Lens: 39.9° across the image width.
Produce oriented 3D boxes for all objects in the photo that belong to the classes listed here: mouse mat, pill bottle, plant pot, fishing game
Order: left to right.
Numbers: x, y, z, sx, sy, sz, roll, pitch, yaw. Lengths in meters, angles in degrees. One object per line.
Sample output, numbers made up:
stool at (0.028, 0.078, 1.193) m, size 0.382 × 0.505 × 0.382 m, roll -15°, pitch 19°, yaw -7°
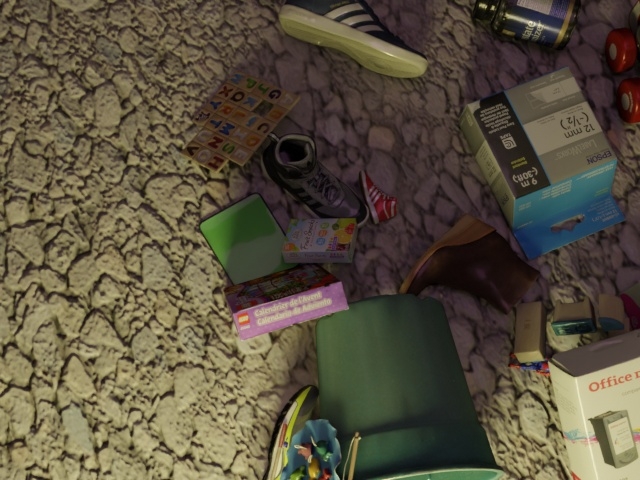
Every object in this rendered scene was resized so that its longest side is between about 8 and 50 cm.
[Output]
mouse mat at (-0.148, 0.007, 1.849) m, size 0.153 × 0.007 × 0.189 m, roll -30°, pitch 79°, yaw -11°
fishing game at (-0.025, 0.399, 1.518) m, size 0.041 × 0.264 × 0.189 m, roll 19°, pitch 77°, yaw -29°
plant pot at (0.136, 0.295, 1.631) m, size 0.341 × 0.341 × 0.334 m, roll -6°, pitch 67°, yaw -5°
pill bottle at (0.459, -0.514, 1.975) m, size 0.219 × 0.123 × 0.122 m, roll 17°, pitch 74°, yaw 2°

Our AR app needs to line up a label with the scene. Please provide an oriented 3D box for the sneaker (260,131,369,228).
sneaker at (-0.012, -0.125, 1.819) m, size 0.269 × 0.153 × 0.101 m, roll 36°, pitch 75°, yaw 7°

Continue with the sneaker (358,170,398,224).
sneaker at (0.125, -0.099, 1.877) m, size 0.067 × 0.042 × 0.118 m, roll -17°, pitch 83°, yaw -4°

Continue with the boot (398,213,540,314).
boot at (0.306, 0.080, 1.810) m, size 0.207 × 0.090 × 0.248 m, roll 43°, pitch 73°, yaw 11°

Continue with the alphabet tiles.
alphabet tiles at (-0.185, -0.251, 1.873) m, size 0.198 × 0.009 × 0.237 m, roll 29°, pitch 72°, yaw 34°

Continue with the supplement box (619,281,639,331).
supplement box at (0.752, 0.121, 1.814) m, size 0.220 × 0.114 × 0.111 m, roll -13°, pitch 76°, yaw -8°

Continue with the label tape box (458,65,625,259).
label tape box at (0.485, -0.168, 1.882) m, size 0.249 × 0.115 × 0.347 m, roll -21°, pitch 75°, yaw -9°

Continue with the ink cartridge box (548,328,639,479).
ink cartridge box at (0.584, 0.349, 1.674) m, size 0.226 × 0.131 × 0.306 m, roll -17°, pitch 102°, yaw -6°

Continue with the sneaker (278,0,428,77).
sneaker at (0.089, -0.481, 1.939) m, size 0.350 × 0.131 × 0.148 m, roll 25°, pitch 78°, yaw 4°

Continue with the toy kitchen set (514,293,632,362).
toy kitchen set at (0.520, 0.210, 1.786) m, size 0.207 × 0.166 × 0.122 m, roll -10°, pitch 48°, yaw 29°

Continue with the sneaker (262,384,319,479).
sneaker at (-0.040, 0.427, 1.693) m, size 0.121 × 0.111 × 0.299 m, roll 15°, pitch 81°, yaw -6°

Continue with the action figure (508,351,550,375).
action figure at (0.444, 0.255, 1.802) m, size 0.115 × 0.030 × 0.038 m, roll 11°, pitch 69°, yaw -2°

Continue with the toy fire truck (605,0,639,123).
toy fire truck at (0.748, -0.400, 1.890) m, size 0.169 × 0.254 × 0.302 m, roll -7°, pitch 75°, yaw -5°

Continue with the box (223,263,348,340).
box at (-0.075, 0.109, 1.677) m, size 0.201 × 0.293 × 0.057 m, roll -17°, pitch 98°, yaw -8°

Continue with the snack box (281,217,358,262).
snack box at (0.000, 0.000, 1.805) m, size 0.141 × 0.037 × 0.100 m, roll 0°, pitch 43°, yaw 14°
